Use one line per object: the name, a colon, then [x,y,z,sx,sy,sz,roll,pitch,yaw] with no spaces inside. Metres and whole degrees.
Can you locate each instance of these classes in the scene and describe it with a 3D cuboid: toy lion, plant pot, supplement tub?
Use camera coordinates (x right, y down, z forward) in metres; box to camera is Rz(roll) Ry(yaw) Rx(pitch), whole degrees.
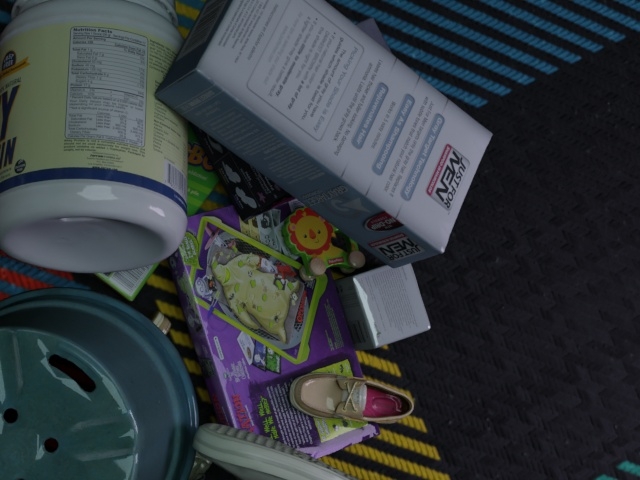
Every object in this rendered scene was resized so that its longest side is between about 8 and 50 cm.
toy lion: [0.000,0.000,1.983,0.100,0.034,0.096,-9,78,-32]
plant pot: [-0.312,0.220,1.689,0.341,0.334,0.341,0,88,-3]
supplement tub: [-0.275,-0.146,1.825,0.235,0.235,0.325,6,68,-18]

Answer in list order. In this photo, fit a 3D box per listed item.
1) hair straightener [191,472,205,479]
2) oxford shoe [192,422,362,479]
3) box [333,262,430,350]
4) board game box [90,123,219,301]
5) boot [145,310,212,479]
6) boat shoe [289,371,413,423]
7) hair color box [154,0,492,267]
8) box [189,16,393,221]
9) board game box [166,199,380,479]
hair straightener: [-0.138,0.399,1.873,0.047,0.089,0.231,-7,102,-16]
oxford shoe: [0.009,0.343,1.867,0.449,0.169,0.130,35,82,-40]
box: [0.077,0.085,2.005,0.087,0.101,0.102,-17,89,-20]
board game box: [-0.219,-0.061,1.958,0.124,0.039,0.259,38,76,-12]
boot: [-0.196,0.212,1.911,0.165,0.077,0.213,27,83,-13]
boat shoe: [0.043,0.200,1.948,0.170,0.059,0.063,9,76,-29]
hair color box: [0.011,-0.148,1.805,0.374,0.113,0.185,36,62,-21]
box: [-0.014,-0.155,1.948,0.247,0.142,0.163,-28,88,-33]
board game box: [-0.064,0.119,1.963,0.208,0.056,0.347,-16,89,-36]
